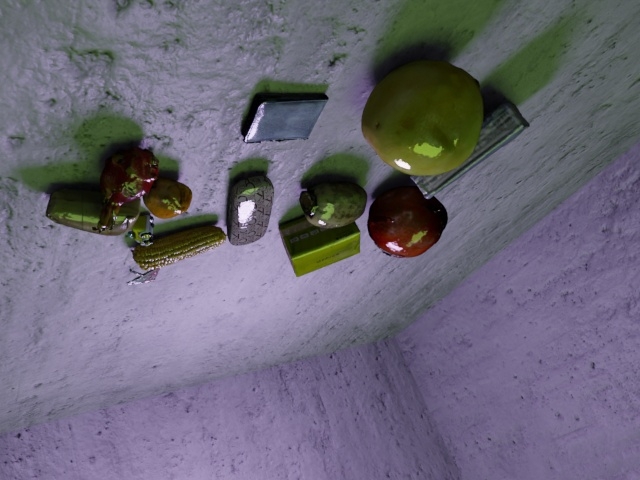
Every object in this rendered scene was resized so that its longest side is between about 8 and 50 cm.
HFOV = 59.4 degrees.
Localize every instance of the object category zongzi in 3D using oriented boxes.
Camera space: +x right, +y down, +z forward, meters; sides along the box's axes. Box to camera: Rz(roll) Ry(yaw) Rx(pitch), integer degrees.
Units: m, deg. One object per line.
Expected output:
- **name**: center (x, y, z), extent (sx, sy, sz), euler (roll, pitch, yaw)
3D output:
- **zongzi**: center (-0.631, -0.068, 1.545), extent (0.228, 0.115, 0.256), euler (5, 168, -26)

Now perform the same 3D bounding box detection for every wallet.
- **wallet**: center (-0.100, -0.335, 1.532), extent (0.222, 0.036, 0.167), euler (-11, 152, -31)

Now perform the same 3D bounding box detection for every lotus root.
- **lotus root**: center (0.066, -0.133, 1.961), extent (0.309, 0.173, 0.173), euler (-10, 153, -45)

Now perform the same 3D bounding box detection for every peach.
- **peach**: center (0.283, -0.344, 1.564), extent (0.314, 0.281, 0.316), euler (25, 103, -15)

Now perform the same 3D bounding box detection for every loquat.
- **loquat**: center (-0.433, -0.123, 1.577), extent (0.137, 0.113, 0.137), euler (3, 157, 1)

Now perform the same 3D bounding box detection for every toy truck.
- **toy truck**: center (-0.547, -0.029, 1.705), extent (0.076, 0.076, 0.111), euler (3, 150, -14)

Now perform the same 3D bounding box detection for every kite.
- **kite**: center (-0.636, 0.127, 2.009), extent (0.139, 0.011, 0.157), euler (-31, 156, 6)

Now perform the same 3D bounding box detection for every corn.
- **corn**: center (-0.459, 0.017, 1.842), extent (0.313, 0.102, 0.102), euler (-20, 155, -16)

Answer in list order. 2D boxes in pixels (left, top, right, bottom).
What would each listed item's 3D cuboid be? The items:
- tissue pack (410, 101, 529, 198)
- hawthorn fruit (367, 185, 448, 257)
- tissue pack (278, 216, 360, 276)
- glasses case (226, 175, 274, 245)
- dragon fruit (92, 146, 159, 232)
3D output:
- **tissue pack**: center (0.517, -0.315, 1.938), extent (0.394, 0.124, 0.288), euler (-37, 175, 25)
- **hawthorn fruit**: center (0.336, -0.074, 2.162), extent (0.316, 0.316, 0.316), euler (-20, 155, -10)
- **tissue pack**: center (0.000, 0.000, 2.134), extent (0.274, 0.167, 0.200), euler (-22, 156, -6)
- **glasses case**: center (-0.234, -0.090, 1.839), extent (0.137, 0.085, 0.355), euler (-13, 153, -20)
- **dragon fruit**: center (-0.504, -0.127, 1.415), extent (0.246, 0.125, 0.125), euler (-64, 152, 2)
